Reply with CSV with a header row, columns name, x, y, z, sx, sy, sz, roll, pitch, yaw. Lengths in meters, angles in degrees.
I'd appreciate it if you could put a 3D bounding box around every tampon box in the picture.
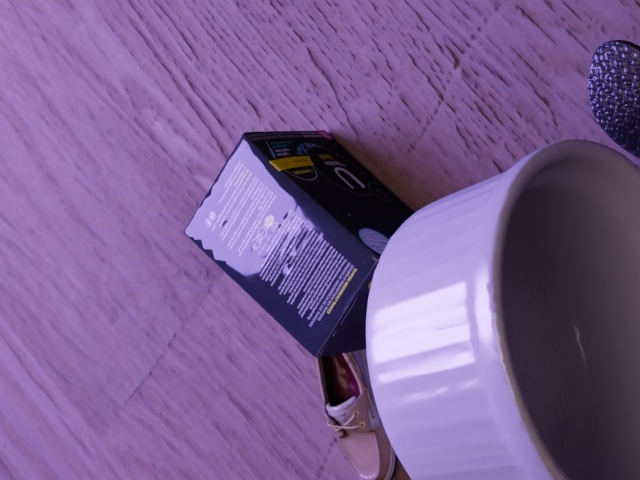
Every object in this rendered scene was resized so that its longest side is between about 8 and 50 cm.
name,x,y,z,sx,sy,sz,roll,pitch,yaw
tampon box,0.000,0.000,1.571,0.161,0.120,0.101,43,115,23

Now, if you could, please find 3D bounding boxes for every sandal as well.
name,x,y,z,sx,sy,sz,roll,pitch,yaw
sandal,0.267,-0.077,1.447,0.179,0.040,0.067,42,121,8

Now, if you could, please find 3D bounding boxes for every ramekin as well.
name,x,y,z,sx,sy,sz,roll,pitch,yaw
ramekin,0.157,0.078,1.391,0.135,0.277,0.277,-16,84,40

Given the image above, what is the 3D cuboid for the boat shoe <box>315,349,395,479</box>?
name,x,y,z,sx,sy,sz,roll,pitch,yaw
boat shoe,0.023,0.135,1.610,0.050,0.045,0.135,-21,82,32
